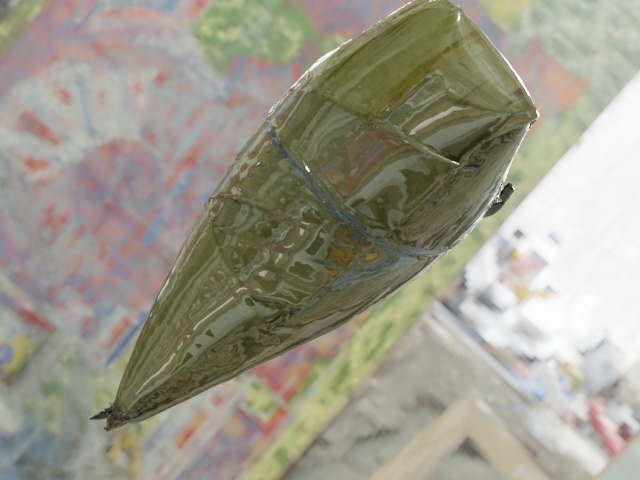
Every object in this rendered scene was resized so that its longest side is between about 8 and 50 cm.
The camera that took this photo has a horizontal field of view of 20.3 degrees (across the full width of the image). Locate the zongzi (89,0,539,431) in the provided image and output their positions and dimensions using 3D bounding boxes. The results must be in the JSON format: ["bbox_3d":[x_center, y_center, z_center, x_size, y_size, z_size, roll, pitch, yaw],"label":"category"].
[{"bbox_3d":[0.000,0.000,0.904,0.115,0.256,0.228,42,3,5],"label":"zongzi"}]
